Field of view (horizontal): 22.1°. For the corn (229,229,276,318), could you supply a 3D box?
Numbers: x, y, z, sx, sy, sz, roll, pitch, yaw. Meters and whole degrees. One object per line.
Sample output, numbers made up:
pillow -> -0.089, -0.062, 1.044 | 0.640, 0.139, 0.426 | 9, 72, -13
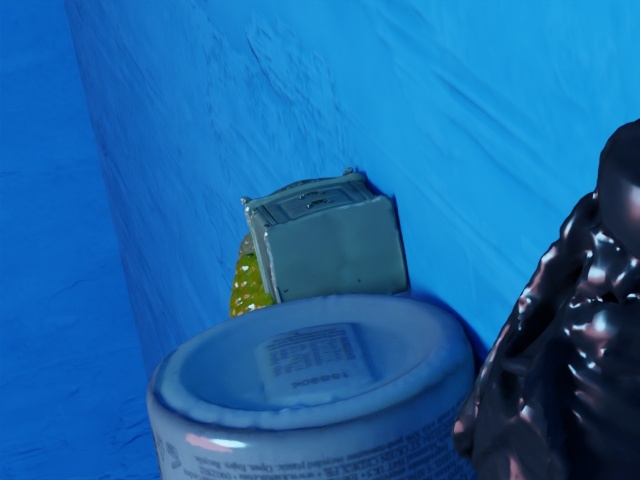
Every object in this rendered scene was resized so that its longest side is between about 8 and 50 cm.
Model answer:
corn -> -0.007, 0.109, 1.109 | 0.097, 0.097, 0.261 | 102, 154, -66

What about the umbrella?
umbrella -> 0.081, 0.102, 0.591 | 0.106, 0.113, 0.357 | 40, 137, 34

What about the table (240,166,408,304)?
table -> 0.000, 0.000, 0.981 | 0.083, 0.079, 0.062 | -131, 27, -69

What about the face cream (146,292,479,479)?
face cream -> 0.004, 0.127, 0.878 | 0.177, 0.177, 0.153 | -132, 32, -66
